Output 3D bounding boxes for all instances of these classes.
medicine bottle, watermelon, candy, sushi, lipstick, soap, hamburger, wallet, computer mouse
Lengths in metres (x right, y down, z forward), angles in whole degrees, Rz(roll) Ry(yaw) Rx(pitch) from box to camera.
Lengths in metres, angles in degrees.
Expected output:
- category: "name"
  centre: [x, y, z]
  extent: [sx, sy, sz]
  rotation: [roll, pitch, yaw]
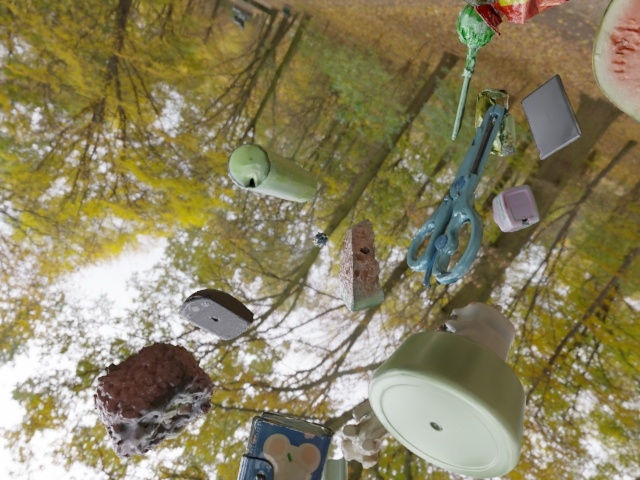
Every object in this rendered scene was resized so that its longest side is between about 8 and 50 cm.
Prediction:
- category: "medicine bottle"
  centre: [0.584, -0.089, 1.532]
  extent: [0.188, 0.094, 0.119]
  rotation: [38, -143, -80]
- category: "watermelon"
  centre: [0.586, -0.387, 0.912]
  extent: [0.159, 0.304, 0.128]
  rotation: [22, -146, 12]
- category: "candy"
  centre: [0.356, -0.400, 1.217]
  extent: [0.097, 0.324, 0.097]
  rotation: [3, -152, -2]
- category: "sushi"
  centre: [-0.390, 0.388, 1.219]
  extent: [0.270, 0.237, 0.171]
  rotation: [-28, -136, -27]
- category: "lipstick"
  centre: [-0.075, -0.113, 0.908]
  extent: [0.076, 0.076, 0.304]
  rotation: [32, -174, 12]
- category: "soap"
  centre: [0.037, 0.642, 1.235]
  extent: [0.066, 0.198, 0.119]
  rotation: [-3, 154, 5]
- category: "watermelon"
  centre: [0.103, 0.059, 1.393]
  extent: [0.094, 0.241, 0.154]
  rotation: [-5, -166, -18]
- category: "hamburger"
  centre: [0.555, -0.368, 1.616]
  extent: [0.214, 0.125, 0.235]
  rotation: [58, -142, -41]
- category: "wallet"
  centre: [-0.067, 0.395, 0.837]
  extent: [0.141, 0.202, 0.059]
  rotation: [13, 177, 4]
- category: "computer mouse"
  centre: [-0.384, 0.257, 1.860]
  extent: [0.269, 0.170, 0.100]
  rotation: [40, -150, -34]

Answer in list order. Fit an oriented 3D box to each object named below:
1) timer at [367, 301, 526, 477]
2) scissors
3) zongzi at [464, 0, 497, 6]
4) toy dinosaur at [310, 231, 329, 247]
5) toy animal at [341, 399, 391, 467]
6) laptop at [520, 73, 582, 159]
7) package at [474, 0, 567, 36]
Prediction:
- category: "timer"
  centre: [0.288, 0.249, 1.013]
  extent: [0.290, 0.291, 0.315]
  rotation: [32, -129, 11]
- category: "scissors"
  centre: [0.271, -0.093, 0.952]
  extent: [0.032, 0.393, 0.180]
  rotation: [30, 168, -25]
- category: "zongzi"
  centre: [0.152, -0.539, 0.580]
  extent: [0.432, 0.403, 0.208]
  rotation: [41, -116, 5]
- category: "toy dinosaur"
  centre: [0.000, 0.000, 1.608]
  extent: [0.030, 0.047, 0.083]
  rotation: [29, -171, 25]
- category: "toy animal"
  centre: [0.134, 0.453, 1.214]
  extent: [0.104, 0.185, 0.183]
  rotation: [34, -123, 31]
- category: "laptop"
  centre: [0.592, -0.317, 1.303]
  extent: [0.016, 0.129, 0.180]
  rotation: [-4, -108, -29]
- category: "package"
  centre: [0.479, -0.563, 0.929]
  extent: [0.196, 0.423, 0.123]
  rotation: [43, -145, -40]
